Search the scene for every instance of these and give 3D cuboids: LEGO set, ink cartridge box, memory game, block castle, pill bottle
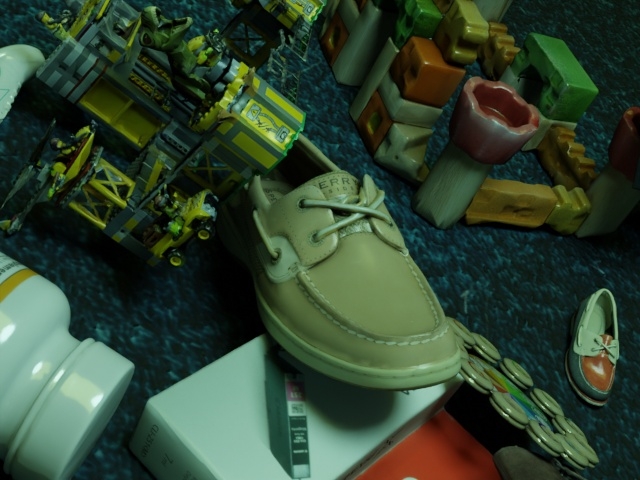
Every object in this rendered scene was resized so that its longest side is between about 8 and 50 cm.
[{"bbox_3d":[-0.141,-0.149,0.923,0.192,0.255,0.331,37,40,-21],"label":"LEGO set"},{"bbox_3d":[0.032,0.165,0.839,0.239,0.060,0.275,42,39,18],"label":"ink cartridge box"},{"bbox_3d":[0.164,0.127,0.937,0.186,0.012,0.186,38,12,-10],"label":"memory game"},{"bbox_3d":[0.197,-0.226,1.265,0.303,0.213,0.453,5,44,-28],"label":"block castle"},{"bbox_3d":[-0.251,0.061,0.709,0.246,0.136,0.136,31,37,1],"label":"pill bottle"}]

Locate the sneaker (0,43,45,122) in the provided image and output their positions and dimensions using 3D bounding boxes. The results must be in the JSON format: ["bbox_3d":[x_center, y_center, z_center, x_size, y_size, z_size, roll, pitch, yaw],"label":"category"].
[{"bbox_3d":[-0.296,-0.125,0.971,0.061,0.053,0.152,45,45,5],"label":"sneaker"}]

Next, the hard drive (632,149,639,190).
[{"bbox_3d":[0.372,-0.111,1.123,0.094,0.135,0.022,7,7,-28],"label":"hard drive"}]

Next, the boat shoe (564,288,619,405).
[{"bbox_3d":[0.271,0.103,1.076,0.049,0.043,0.137,26,39,-7],"label":"boat shoe"}]

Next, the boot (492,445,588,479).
[{"bbox_3d":[0.167,0.237,0.789,0.248,0.090,0.207,29,23,-42],"label":"boot"}]

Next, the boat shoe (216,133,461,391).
[{"bbox_3d":[0.000,0.000,0.878,0.122,0.110,0.341,-8,29,-27],"label":"boat shoe"}]
